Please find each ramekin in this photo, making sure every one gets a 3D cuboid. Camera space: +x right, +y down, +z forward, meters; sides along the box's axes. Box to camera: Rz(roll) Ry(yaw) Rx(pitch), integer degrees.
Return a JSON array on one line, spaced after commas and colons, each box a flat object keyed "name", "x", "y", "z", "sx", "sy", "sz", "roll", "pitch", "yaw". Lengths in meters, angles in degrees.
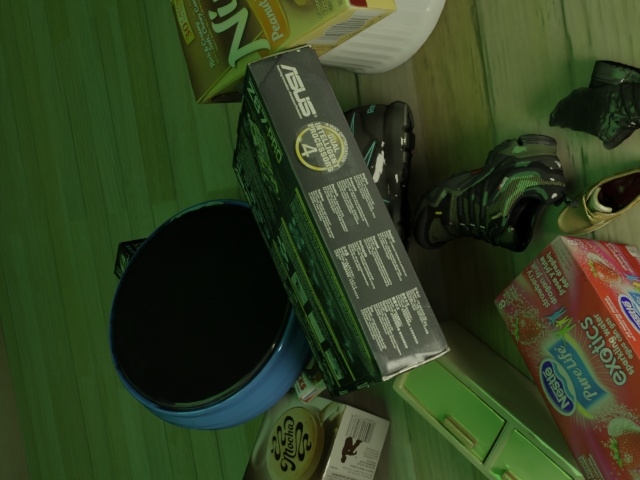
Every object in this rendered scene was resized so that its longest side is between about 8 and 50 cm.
[{"name": "ramekin", "x": 0.026, "y": -0.365, "z": 0.940, "sx": 0.277, "sy": 0.135, "sz": 0.277, "roll": 14, "pitch": 109, "yaw": 45}]

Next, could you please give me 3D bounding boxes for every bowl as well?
[{"name": "bowl", "x": -0.184, "y": 0.111, "z": 1.156, "sx": 0.391, "sy": 0.077, "sz": 0.391, "roll": -11, "pitch": 63, "yaw": 23}]

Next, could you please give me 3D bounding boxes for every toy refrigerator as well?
[{"name": "toy refrigerator", "x": 0.222, "y": 0.227, "z": 0.890, "sx": 0.269, "sy": 0.094, "sz": 0.102, "roll": 40, "pitch": 125, "yaw": 34}]

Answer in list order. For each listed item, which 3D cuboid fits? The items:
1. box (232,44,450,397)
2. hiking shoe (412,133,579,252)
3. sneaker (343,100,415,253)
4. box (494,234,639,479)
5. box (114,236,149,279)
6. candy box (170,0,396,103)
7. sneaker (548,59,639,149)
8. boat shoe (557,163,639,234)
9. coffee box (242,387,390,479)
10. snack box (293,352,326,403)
[{"name": "box", "x": 0.000, "y": 0.000, "z": 0.916, "sx": 0.318, "sy": 0.097, "sz": 0.395, "roll": 115, "pitch": 132, "yaw": -72}, {"name": "hiking shoe", "x": 0.199, "y": -0.030, "z": 0.850, "sx": 0.227, "sy": 0.086, "sz": 0.114, "roll": -40, "pitch": 52, "yaw": 44}, {"name": "sneaker", "x": 0.072, "y": -0.057, "z": 0.971, "sx": 0.106, "sy": 0.101, "sz": 0.267, "roll": 3, "pitch": 94, "yaw": 16}, {"name": "box", "x": 0.303, "y": 0.130, "z": 0.705, "sx": 0.122, "sy": 0.128, "sz": 0.257, "roll": -55, "pitch": 41, "yaw": 38}, {"name": "box", "x": -0.295, "y": 0.070, "z": 1.375, "sx": 0.180, "sy": 0.147, "sz": 0.077, "roll": 41, "pitch": 126, "yaw": 35}, {"name": "candy box", "x": -0.064, "y": -0.310, "z": 0.883, "sx": 0.316, "sy": 0.087, "sz": 0.183, "roll": -16, "pitch": 87, "yaw": 47}, {"name": "sneaker", "x": 0.326, "y": -0.132, "z": 0.734, "sx": 0.170, "sy": 0.051, "sz": 0.089, "roll": 37, "pitch": 124, "yaw": 42}, {"name": "boat shoe", "x": 0.311, "y": -0.046, "z": 0.769, "sx": 0.135, "sy": 0.045, "sz": 0.050, "roll": -42, "pitch": 68, "yaw": 44}, {"name": "coffee box", "x": -0.028, "y": 0.392, "z": 1.084, "sx": 0.168, "sy": 0.119, "sz": 0.297, "roll": 5, "pitch": 71, "yaw": 47}, {"name": "snack box", "x": -0.027, "y": 0.179, "z": 1.128, "sx": 0.064, "sy": 0.022, "sz": 0.178, "roll": -40, "pitch": 34, "yaw": 8}]
